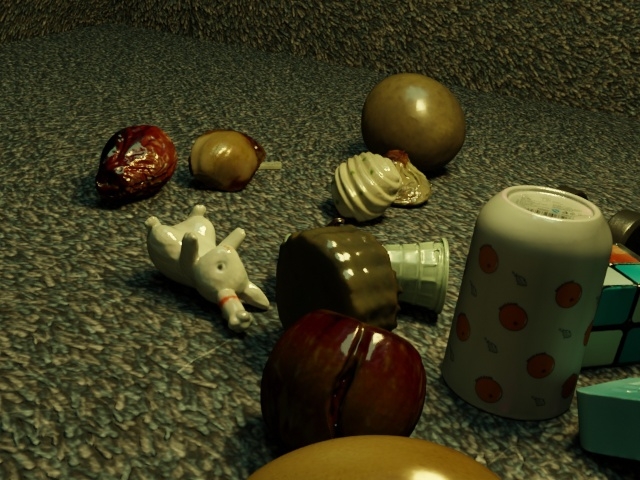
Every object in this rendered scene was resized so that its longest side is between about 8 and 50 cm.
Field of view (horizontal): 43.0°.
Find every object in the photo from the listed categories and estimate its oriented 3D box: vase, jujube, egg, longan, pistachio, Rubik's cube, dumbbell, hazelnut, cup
[{"bbox_3d":[0.078,0.052,1.503,0.299,0.143,0.143,5,23,0],"label":"vase"},{"bbox_3d":[-0.423,-0.171,1.841,0.168,0.168,0.236,12,30,11],"label":"jujube"},{"bbox_3d":[0.049,0.307,0.754,0.323,0.250,0.250,3,21,16],"label":"egg"},{"bbox_3d":[0.261,-0.324,2.264,0.297,0.297,0.297,6,23,-3],"label":"longan"},{"bbox_3d":[-0.228,-0.198,1.995,0.210,0.165,0.130,-23,-3,-30],"label":"pistachio"},{"bbox_3d":[0.489,0.109,1.447,0.183,0.167,0.180,-4,27,-22],"label":"Rubik's cube"},{"bbox_3d":[0.600,-0.019,1.794,0.152,0.152,0.218,-13,30,-39],"label":"dumbbell"},{"bbox_3d":[0.032,0.206,1.084,0.218,0.218,0.234,-8,9,-32],"label":"hazelnut"},{"bbox_3d":[0.320,0.088,1.257,0.212,0.317,0.212,6,24,-3],"label":"cup"}]

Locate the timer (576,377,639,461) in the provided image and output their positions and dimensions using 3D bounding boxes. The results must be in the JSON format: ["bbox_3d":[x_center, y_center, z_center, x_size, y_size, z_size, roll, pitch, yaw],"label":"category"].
[{"bbox_3d":[0.522,0.238,1.177,0.232,0.091,0.250,-2,8,42],"label":"timer"}]

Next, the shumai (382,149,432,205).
[{"bbox_3d":[0.187,-0.168,2.060,0.201,0.120,0.201,4,25,-2],"label":"shumai"}]

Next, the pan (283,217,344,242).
[{"bbox_3d":[0.000,0.003,1.580,0.115,0.040,0.212,8,-18,-20],"label":"pan"}]

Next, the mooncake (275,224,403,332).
[{"bbox_3d":[0.027,0.087,1.288,0.124,0.228,0.228,-14,31,-36],"label":"mooncake"}]

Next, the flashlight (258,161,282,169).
[{"bbox_3d":[-0.144,-0.197,2.150,0.083,0.018,0.018,-5,28,-25],"label":"flashlight"}]

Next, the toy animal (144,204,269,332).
[{"bbox_3d":[-0.187,0.042,1.435,0.282,0.138,0.141,27,26,36],"label":"toy animal"}]

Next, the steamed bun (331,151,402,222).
[{"bbox_3d":[0.099,-0.136,1.891,0.183,0.106,0.182,-17,45,18],"label":"steamed bun"}]
